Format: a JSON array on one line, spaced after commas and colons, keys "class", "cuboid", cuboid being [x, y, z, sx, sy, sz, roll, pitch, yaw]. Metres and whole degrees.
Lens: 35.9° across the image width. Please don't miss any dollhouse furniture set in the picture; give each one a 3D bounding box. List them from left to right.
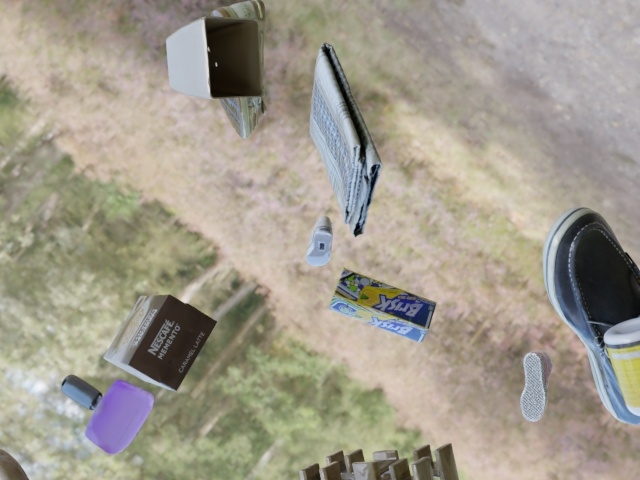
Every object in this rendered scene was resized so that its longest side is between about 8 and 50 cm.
[{"class": "dollhouse furniture set", "cuboid": [0.070, 0.413, 1.461, 0.212, 0.161, 0.242, -12, 179, 34]}]

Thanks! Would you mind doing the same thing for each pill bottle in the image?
[{"class": "pill bottle", "cuboid": [0.543, 0.225, 1.628, 0.103, 0.103, 0.184, -177, 67, -78]}]

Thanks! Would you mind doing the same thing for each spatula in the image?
[{"class": "spatula", "cuboid": [-0.286, 0.206, 1.256, 0.030, 0.084, 0.296, 36, 165, -23]}]

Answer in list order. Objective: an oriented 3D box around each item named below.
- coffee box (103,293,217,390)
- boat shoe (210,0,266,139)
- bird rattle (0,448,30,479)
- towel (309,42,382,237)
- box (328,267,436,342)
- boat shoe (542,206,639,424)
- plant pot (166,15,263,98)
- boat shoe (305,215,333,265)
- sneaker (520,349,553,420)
[{"class": "coffee box", "cuboid": [-0.287, 0.175, 1.739, 0.098, 0.141, 0.246, 33, 165, -17]}, {"class": "boat shoe", "cuboid": [-0.131, -0.297, 1.755, 0.104, 0.089, 0.285, 52, 158, 30]}, {"class": "bird rattle", "cuboid": [-0.382, 0.342, 1.172, 0.143, 0.207, 0.253, -1, -162, -38]}, {"class": "towel", "cuboid": [0.039, -0.205, 2.127, 0.312, 0.056, 0.324, 102, 150, -60]}, {"class": "box", "cuboid": [0.104, 0.110, 1.656, 0.169, 0.059, 0.054, 20, 147, 3]}, {"class": "boat shoe", "cuboid": [0.557, 0.150, 1.818, 0.156, 0.187, 0.500, 18, 140, 57]}, {"class": "plant pot", "cuboid": [-0.153, -0.249, 1.369, 0.096, 0.109, 0.109, 1, -171, 38]}, {"class": "boat shoe", "cuboid": [0.000, 0.000, 1.389, 0.035, 0.035, 0.100, 7, 148, -2]}, {"class": "sneaker", "cuboid": [0.413, 0.271, 1.868, 0.051, 0.134, 0.070, 4, -172, 31]}]
